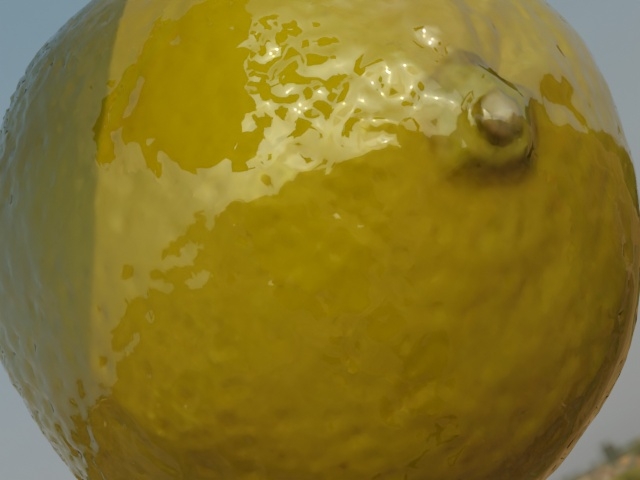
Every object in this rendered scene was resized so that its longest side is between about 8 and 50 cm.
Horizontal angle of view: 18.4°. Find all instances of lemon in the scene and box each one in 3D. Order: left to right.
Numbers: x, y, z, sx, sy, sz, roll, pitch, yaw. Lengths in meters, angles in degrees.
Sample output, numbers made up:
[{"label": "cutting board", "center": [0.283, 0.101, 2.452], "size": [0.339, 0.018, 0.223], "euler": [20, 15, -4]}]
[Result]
[{"label": "lemon", "center": [0.000, 0.000, 0.530], "size": [0.178, 0.178, 0.203], "euler": [-21, -6, -30]}]
